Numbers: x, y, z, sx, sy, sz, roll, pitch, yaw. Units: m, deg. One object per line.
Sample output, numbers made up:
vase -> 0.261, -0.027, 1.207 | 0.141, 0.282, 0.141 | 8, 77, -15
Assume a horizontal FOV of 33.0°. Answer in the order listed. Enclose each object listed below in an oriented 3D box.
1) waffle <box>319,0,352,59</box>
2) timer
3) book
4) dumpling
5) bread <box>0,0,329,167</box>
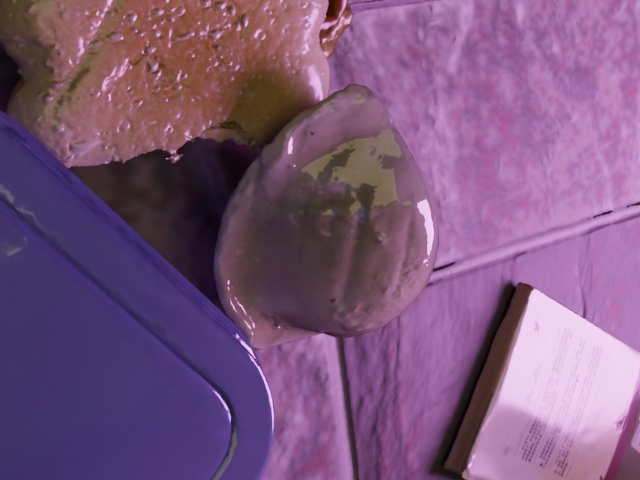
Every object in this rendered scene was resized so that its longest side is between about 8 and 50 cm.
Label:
waffle -> -0.091, -0.233, 0.769 | 0.325, 0.068, 0.302 | 42, 72, -31
timer -> -0.246, 0.129, 0.645 | 0.395, 0.173, 0.395 | -7, 101, -36
book -> 0.262, 0.186, 1.109 | 0.289, 0.026, 0.201 | 30, 79, -35
dumpling -> 0.000, 0.000, 0.824 | 0.179, 0.131, 0.252 | -26, 145, -13
bread -> -0.092, -0.145, 0.714 | 0.250, 0.039, 0.182 | -11, 112, -36
